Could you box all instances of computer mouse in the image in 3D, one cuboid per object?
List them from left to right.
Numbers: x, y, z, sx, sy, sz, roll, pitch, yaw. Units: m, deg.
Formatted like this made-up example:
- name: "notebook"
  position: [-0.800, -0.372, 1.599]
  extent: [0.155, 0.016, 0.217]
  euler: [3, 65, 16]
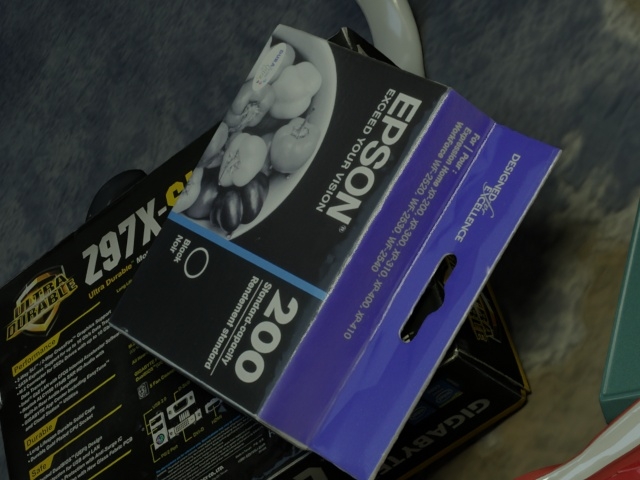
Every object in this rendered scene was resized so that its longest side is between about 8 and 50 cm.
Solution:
- name: "computer mouse"
  position: [-0.194, 0.047, 1.483]
  extent: [0.071, 0.041, 0.242]
  euler: [-12, 54, 54]

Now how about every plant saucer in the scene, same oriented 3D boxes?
- name: "plant saucer"
  position: [0.183, 0.001, 0.938]
  extent: [0.067, 0.018, 0.192]
  euler: [-18, 48, 51]

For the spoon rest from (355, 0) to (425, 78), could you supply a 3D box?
- name: "spoon rest"
  position: [0.029, -0.086, 1.227]
  extent: [0.137, 0.084, 0.276]
  euler: [-31, 53, 44]

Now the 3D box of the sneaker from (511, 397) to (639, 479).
- name: "sneaker"
  position: [0.126, 0.161, 0.808]
  extent: [0.221, 0.087, 0.128]
  euler: [-49, 29, 22]

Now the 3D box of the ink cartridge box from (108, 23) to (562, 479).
- name: "ink cartridge box"
  position: [0.000, 0.000, 1.000]
  extent: [0.208, 0.045, 0.206]
  euler: [26, 85, 44]

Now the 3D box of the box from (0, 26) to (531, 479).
- name: "box"
  position: [-0.055, 0.063, 1.098]
  extent: [0.322, 0.079, 0.257]
  euler: [-36, 46, 21]
